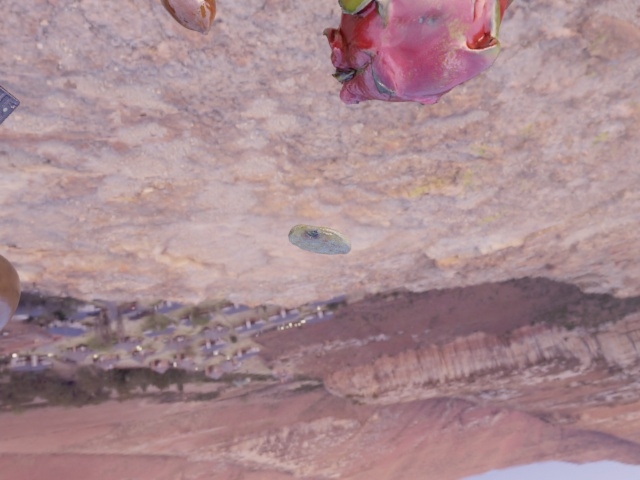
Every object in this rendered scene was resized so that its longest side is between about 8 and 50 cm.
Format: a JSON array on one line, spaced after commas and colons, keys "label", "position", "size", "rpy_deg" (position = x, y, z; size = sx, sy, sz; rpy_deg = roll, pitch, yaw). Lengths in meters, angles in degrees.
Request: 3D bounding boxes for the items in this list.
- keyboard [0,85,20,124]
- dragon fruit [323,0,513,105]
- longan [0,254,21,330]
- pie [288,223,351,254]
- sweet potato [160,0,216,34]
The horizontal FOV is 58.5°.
[{"label": "keyboard", "position": [-0.575, -0.192, 0.953], "size": [0.155, 0.010, 0.053], "rpy_deg": [-47, 124, -3]}, {"label": "dragon fruit", "position": [0.122, -0.280, 0.680], "size": [0.200, 0.269, 0.198], "rpy_deg": [-1, 149, 41]}, {"label": "longan", "position": [-0.611, 0.081, 0.967], "size": [0.184, 0.205, 0.159], "rpy_deg": [-17, -172, -42]}, {"label": "pie", "position": [0.000, 0.000, 0.741], "size": [0.085, 0.017, 0.085], "rpy_deg": [10, 161, 4]}, {"label": "sweet potato", "position": [-0.235, -0.492, 0.872], "size": [0.109, 0.386, 0.109], "rpy_deg": [-17, 172, -3]}]
